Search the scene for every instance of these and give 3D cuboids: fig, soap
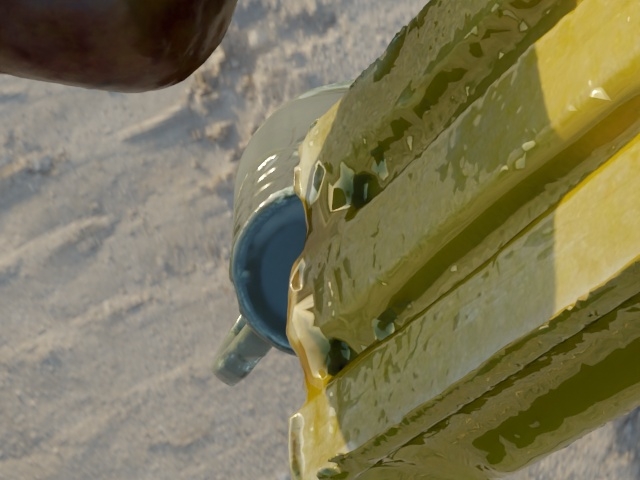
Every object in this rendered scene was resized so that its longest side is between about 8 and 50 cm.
[{"bbox_3d":[-0.110,-0.200,0.609,0.190,0.191,0.290,10,72,11],"label":"fig"},{"bbox_3d":[0.095,-0.029,0.531,0.091,0.315,0.199,17,53,-26],"label":"soap"}]

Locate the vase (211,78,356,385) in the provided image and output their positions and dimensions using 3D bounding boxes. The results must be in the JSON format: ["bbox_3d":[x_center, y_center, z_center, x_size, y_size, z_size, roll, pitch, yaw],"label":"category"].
[{"bbox_3d":[0.000,0.000,0.894,0.156,0.301,0.251,34,100,-4],"label":"vase"}]
